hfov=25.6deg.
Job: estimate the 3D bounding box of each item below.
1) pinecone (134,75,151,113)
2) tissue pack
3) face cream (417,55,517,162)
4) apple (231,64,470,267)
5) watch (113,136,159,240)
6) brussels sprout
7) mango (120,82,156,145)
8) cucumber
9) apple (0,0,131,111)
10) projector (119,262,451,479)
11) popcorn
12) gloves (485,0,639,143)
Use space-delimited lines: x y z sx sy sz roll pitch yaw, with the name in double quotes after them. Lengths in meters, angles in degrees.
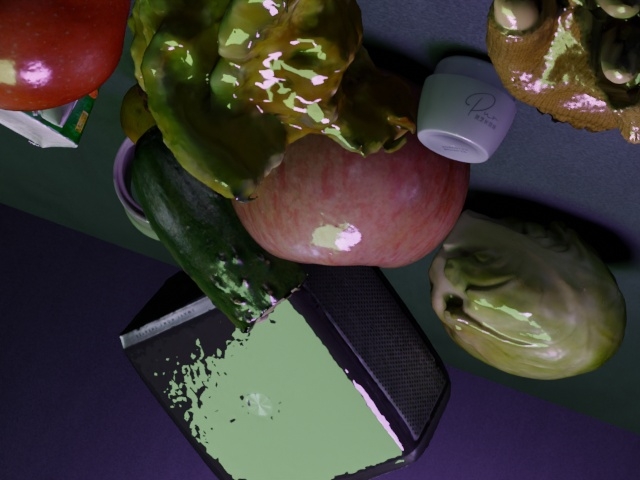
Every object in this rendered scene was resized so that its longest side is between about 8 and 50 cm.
-0.160 -0.232 1.768 0.150 0.195 0.179 -7 131 -12 "pinecone"
-0.362 -0.251 1.941 0.156 0.209 0.148 3 158 48 "tissue pack"
0.175 -0.158 1.698 0.117 0.104 0.117 18 166 5 "face cream"
0.031 -0.084 1.869 0.345 0.269 0.345 19 167 4 "apple"
-0.220 -0.104 2.413 0.231 0.244 0.196 41 169 13 "watch"
0.329 0.087 2.211 0.328 0.247 0.328 25 154 13 "brussels sprout"
-0.148 -0.148 2.151 0.365 0.182 0.253 28 175 23 "mango"
-0.164 -0.022 2.005 0.325 0.105 0.145 54 149 -1 "cucumber"
-0.348 -0.281 1.683 0.217 0.260 0.260 3 177 -27 "apple"
-0.050 0.199 2.297 0.395 0.242 0.405 -27 107 34 "projector"
-0.075 -0.199 1.420 0.290 0.325 0.321 12 172 30 "popcorn"
0.257 -0.189 1.316 0.203 0.155 0.356 27 -176 3 "gloves"
